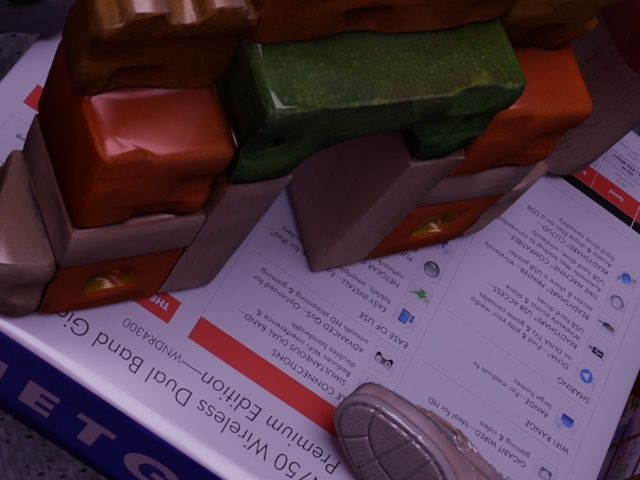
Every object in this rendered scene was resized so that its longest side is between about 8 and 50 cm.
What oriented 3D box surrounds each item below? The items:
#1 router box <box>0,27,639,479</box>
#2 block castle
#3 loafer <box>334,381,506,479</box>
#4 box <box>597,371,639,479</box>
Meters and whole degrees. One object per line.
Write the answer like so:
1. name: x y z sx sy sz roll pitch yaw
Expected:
1. router box: 0.000 0.000 0.659 0.335 0.082 0.301 35 58 -6
2. block castle: -0.035 -0.160 0.541 0.453 0.213 0.303 -10 71 -27
3. loafer: 0.056 0.105 0.566 0.125 0.045 0.039 47 41 -7
4. box: 0.168 0.127 0.607 0.057 0.201 0.293 36 57 -6
